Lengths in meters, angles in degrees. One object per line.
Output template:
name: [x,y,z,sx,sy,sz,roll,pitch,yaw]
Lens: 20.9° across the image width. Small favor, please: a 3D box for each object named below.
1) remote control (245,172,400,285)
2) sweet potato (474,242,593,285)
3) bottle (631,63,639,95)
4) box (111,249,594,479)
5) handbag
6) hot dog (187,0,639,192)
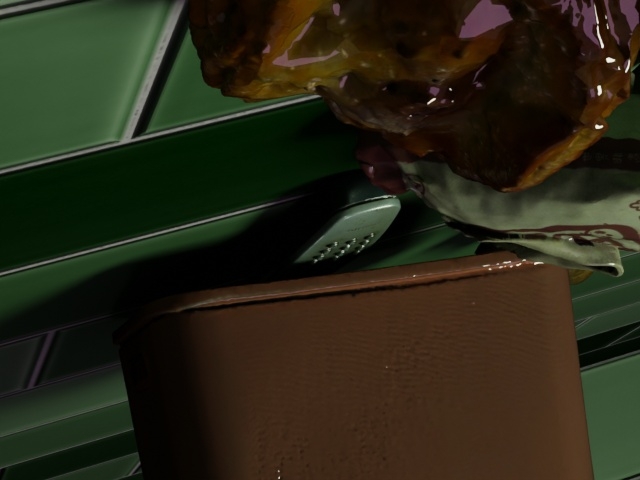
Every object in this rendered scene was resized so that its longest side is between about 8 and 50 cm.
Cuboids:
remote control: [0.000,0.000,1.297,0.072,0.042,0.222,-12,168,-22]
sweet potato: [0.189,-0.006,1.458,0.112,0.085,0.286,-6,169,2]
bottle: [0.245,-0.099,1.143,0.083,0.083,0.270,-10,172,-36]
box: [0.028,0.148,1.367,0.339,0.229,0.239,-7,174,-17]
handbag: [0.165,-0.045,1.084,0.235,0.127,0.213,9,177,29]
hot dog: [0.036,-0.090,0.703,0.175,0.114,0.259,14,163,-3]
